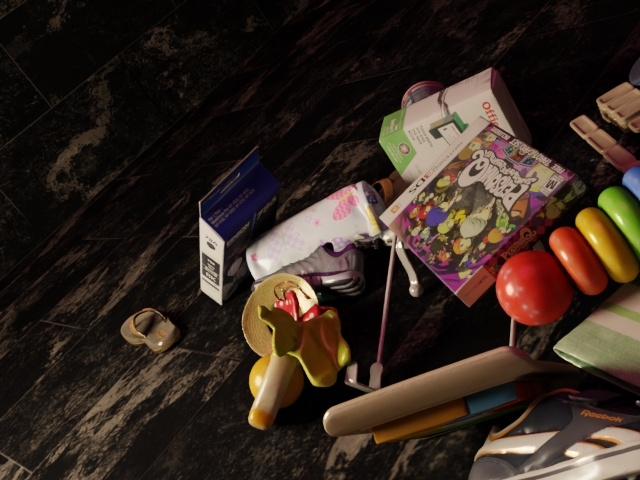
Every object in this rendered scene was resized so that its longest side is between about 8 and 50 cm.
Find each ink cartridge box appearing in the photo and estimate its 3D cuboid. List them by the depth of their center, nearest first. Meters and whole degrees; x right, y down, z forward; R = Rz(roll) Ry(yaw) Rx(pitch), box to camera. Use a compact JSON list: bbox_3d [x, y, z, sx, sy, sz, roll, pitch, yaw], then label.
[{"bbox_3d":[0.239,-0.179,1.427,0.219,0.160,0.092,-22,28,28],"label":"ink cartridge box"},{"bbox_3d":[-0.153,-0.018,1.522,0.165,0.065,0.332,-48,-15,-26],"label":"ink cartridge box"}]

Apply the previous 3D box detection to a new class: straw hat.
[{"bbox_3d":[-0.055,0.130,1.355,0.144,0.144,0.061,-31,-17,9],"label":"straw hat"}]

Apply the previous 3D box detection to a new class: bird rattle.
[{"bbox_3d":[-0.060,0.172,1.187,0.207,0.143,0.253,-66,8,-7],"label":"bird rattle"}]

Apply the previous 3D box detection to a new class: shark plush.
[{"bbox_3d":[0.141,-0.005,1.343,0.161,0.073,0.067,-25,10,1],"label":"shark plush"}]

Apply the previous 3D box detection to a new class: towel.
[{"bbox_3d":[0.446,0.058,0.862,0.325,0.038,0.248,-38,24,-12],"label":"towel"}]

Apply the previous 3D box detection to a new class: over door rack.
[{"bbox_3d":[0.189,0.073,1.124,0.239,0.108,0.324,-12,47,42],"label":"over door rack"}]

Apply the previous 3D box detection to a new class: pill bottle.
[{"bbox_3d":[0.224,-0.244,1.629,0.108,0.108,0.180,-29,24,14],"label":"pill bottle"}]

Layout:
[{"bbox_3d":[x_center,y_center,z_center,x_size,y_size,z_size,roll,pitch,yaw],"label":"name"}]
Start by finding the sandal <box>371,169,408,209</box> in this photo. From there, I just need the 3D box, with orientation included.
[{"bbox_3d":[0.113,-0.084,1.551,0.072,0.049,0.180,1,42,53],"label":"sandal"}]

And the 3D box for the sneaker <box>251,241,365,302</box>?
[{"bbox_3d":[-0.016,0.055,1.404,0.224,0.083,0.098,-7,56,31],"label":"sneaker"}]

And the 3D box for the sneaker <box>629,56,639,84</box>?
[{"bbox_3d":[0.582,-0.301,1.349,0.144,0.059,0.053,-39,35,41],"label":"sneaker"}]

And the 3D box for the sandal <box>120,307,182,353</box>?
[{"bbox_3d":[-0.357,0.177,1.667,0.090,0.060,0.219,-43,25,-18],"label":"sandal"}]

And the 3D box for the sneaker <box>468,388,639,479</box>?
[{"bbox_3d":[0.276,0.194,0.739,0.321,0.126,0.127,-20,34,34],"label":"sneaker"}]

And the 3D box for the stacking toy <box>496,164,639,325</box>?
[{"bbox_3d":[0.350,-0.010,0.924,0.330,0.141,0.141,-34,24,11],"label":"stacking toy"}]

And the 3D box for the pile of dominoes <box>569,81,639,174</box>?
[{"bbox_3d":[0.518,-0.175,1.241,0.196,0.040,0.251,-31,33,8],"label":"pile of dominoes"}]

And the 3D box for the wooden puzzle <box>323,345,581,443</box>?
[{"bbox_3d":[0.150,0.176,0.858,0.221,0.239,0.044,-24,65,23],"label":"wooden puzzle"}]

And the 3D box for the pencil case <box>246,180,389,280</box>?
[{"bbox_3d":[0.000,0.000,1.470,0.273,0.113,0.124,-26,68,18],"label":"pencil case"}]

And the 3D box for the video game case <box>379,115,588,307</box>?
[{"bbox_3d":[0.208,-0.048,1.090,0.210,0.042,0.232,-46,34,5],"label":"video game case"}]
